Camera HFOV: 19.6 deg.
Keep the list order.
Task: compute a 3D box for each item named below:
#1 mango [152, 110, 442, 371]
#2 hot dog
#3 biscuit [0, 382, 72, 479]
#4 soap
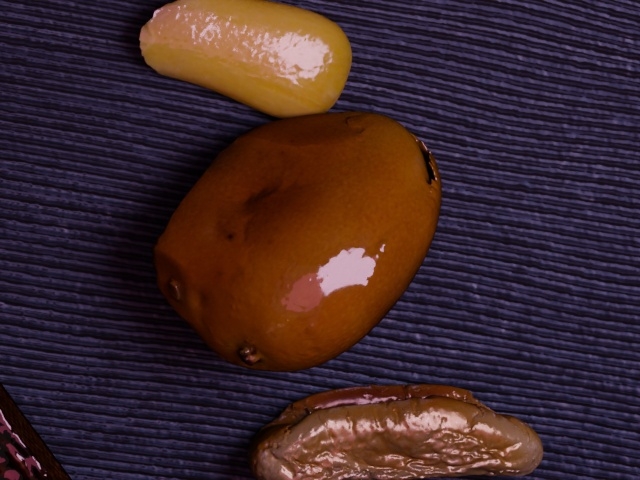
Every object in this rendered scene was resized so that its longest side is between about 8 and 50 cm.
[{"bbox_3d":[0.000,0.000,1.436,0.236,0.166,0.136,-55,149,-19],"label":"mango"},{"bbox_3d":[0.061,0.157,1.502,0.243,0.084,0.073,-2,100,-9],"label":"hot dog"},{"bbox_3d":[-0.302,0.096,1.410,0.073,0.107,0.388,-35,103,-3],"label":"biscuit"},{"bbox_3d":[-0.058,-0.152,1.457,0.169,0.033,0.089,20,92,-13],"label":"soap"}]
